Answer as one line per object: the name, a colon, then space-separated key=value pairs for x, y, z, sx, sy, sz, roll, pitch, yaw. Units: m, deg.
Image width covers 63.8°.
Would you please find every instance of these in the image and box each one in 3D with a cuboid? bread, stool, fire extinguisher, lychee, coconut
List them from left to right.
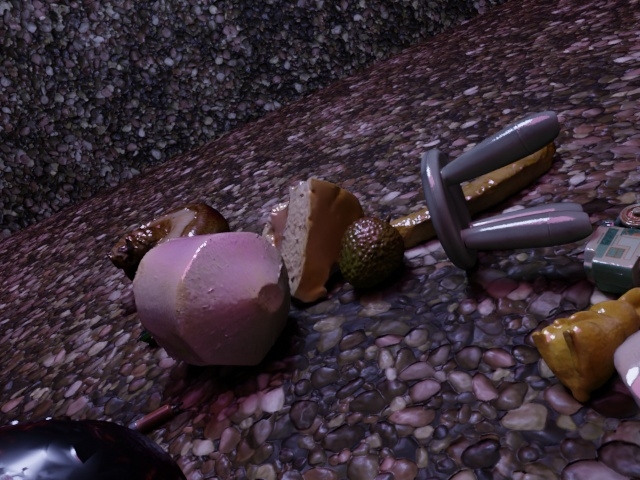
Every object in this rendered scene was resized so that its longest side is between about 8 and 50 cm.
fire extinguisher: x=-0.251 y=0.271 z=0.790 sx=0.083 sy=0.022 sz=0.028 roll=-28 pitch=-5 yaw=-8
coconut: x=-0.165 y=0.096 z=0.838 sx=0.245 sy=0.233 sz=0.233 roll=0 pitch=35 yaw=43
bread: x=0.003 y=0.011 z=1.009 sx=0.211 sy=0.223 sz=0.184 roll=10 pitch=-8 yaw=-40
lychee: x=0.087 y=0.015 z=0.886 sx=0.114 sy=0.114 sz=0.146 roll=6 pitch=59 yaw=48
stool: x=0.273 y=-0.070 z=0.766 sx=0.199 sy=0.195 sz=0.195 roll=-17 pitch=1 yaw=27

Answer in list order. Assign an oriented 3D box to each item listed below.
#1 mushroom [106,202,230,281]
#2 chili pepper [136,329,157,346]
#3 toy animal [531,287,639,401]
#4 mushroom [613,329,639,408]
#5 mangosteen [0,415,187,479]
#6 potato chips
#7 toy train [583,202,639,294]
mushroom: x=-0.347 y=0.022 z=1.210 sx=0.278 sy=0.163 sz=0.297 roll=-30 pitch=24 yaw=-31
chili pepper: x=-0.264 y=0.134 z=1.026 sx=0.225 sy=0.061 sz=0.098 roll=-26 pitch=32 yaw=-7
toy animal: x=0.319 y=0.104 z=0.571 sx=0.159 sy=0.083 sz=0.070 roll=-24 pitch=-4 yaw=-26
mushroom: x=0.398 y=0.046 z=0.399 sx=0.336 sy=0.314 sz=0.314 roll=-37 pitch=18 yaw=27
mangosteen: x=-0.243 y=0.297 z=0.431 sx=0.297 sy=0.297 sz=0.293 roll=-27 pitch=46 yaw=-4
potato chips: x=0.297 y=-0.090 z=0.963 sx=0.407 sy=0.057 sz=0.080 roll=-29 pitch=29 yaw=-8
toy train: x=0.429 y=0.019 z=0.616 sx=0.194 sy=0.080 sz=0.125 roll=14 pitch=55 yaw=50
